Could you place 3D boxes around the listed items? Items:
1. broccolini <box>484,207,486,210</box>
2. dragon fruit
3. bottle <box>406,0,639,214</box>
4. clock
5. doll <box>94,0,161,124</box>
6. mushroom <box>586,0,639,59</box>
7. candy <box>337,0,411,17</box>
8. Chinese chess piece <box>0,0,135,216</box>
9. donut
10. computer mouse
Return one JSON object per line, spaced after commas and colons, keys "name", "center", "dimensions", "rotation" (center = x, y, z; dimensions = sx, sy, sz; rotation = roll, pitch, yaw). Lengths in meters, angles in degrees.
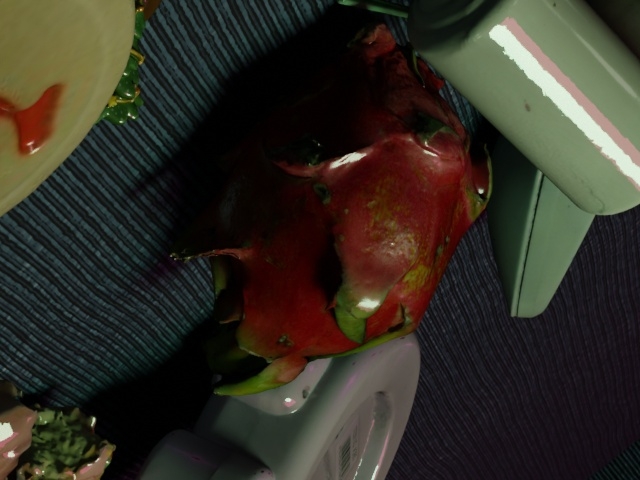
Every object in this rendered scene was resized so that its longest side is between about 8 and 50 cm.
{"name": "broccolini", "center": [0.111, -0.020, 1.667], "dimensions": [0.067, 0.058, 0.216], "rotation": [-52, 158, 24]}
{"name": "dragon fruit", "center": [-0.006, -0.017, 1.329], "dimensions": [0.198, 0.200, 0.269], "rotation": [8, 155, -35]}
{"name": "bottle", "center": [0.136, -0.124, 1.289], "dimensions": [0.104, 0.104, 0.245], "rotation": [-42, 121, 11]}
{"name": "clock", "center": [-0.028, 0.186, 1.647], "dimensions": [0.322, 0.113, 0.295], "rotation": [-56, 158, -27]}
{"name": "doll", "center": [-0.115, -0.110, 1.040], "dimensions": [0.078, 0.076, 0.113], "rotation": [-7, 143, -42]}
{"name": "mushroom", "center": [0.203, -0.153, 1.434], "dimensions": [0.188, 0.117, 0.141], "rotation": [-22, -160, 26]}
{"name": "candy", "center": [0.074, -0.151, 1.337], "dimensions": [0.194, 0.062, 0.058], "rotation": [5, 94, -51]}
{"name": "Chinese chess piece", "center": [-0.211, -0.080, 0.898], "dimensions": [0.273, 0.102, 0.273], "rotation": [-34, 160, -14]}
{"name": "donut", "center": [-0.262, 0.175, 1.399], "dimensions": [0.199, 0.085, 0.233], "rotation": [-39, 161, 0]}
{"name": "computer mouse", "center": [0.187, -0.052, 1.650], "dimensions": [0.288, 0.097, 0.159], "rotation": [108, 1, -60]}
